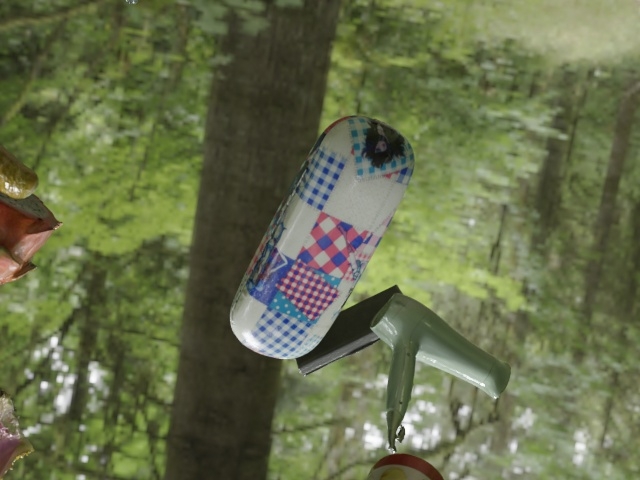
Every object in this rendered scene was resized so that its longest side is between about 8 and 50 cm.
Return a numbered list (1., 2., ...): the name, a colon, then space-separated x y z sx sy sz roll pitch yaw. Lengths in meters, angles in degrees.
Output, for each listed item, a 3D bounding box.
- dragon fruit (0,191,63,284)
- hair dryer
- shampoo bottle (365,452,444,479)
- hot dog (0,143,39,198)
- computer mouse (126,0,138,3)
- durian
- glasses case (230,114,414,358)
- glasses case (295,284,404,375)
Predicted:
1. dragon fruit: -0.615 -0.022 2.016 0.305 0.225 0.305 36 -174 -4
2. hair dryer: 0.144 0.201 1.593 0.206 0.075 0.237 32 -134 -6
3. shampoo bottle: 0.064 0.364 1.351 0.104 0.104 0.278 12 -150 16
4. hot dog: -0.524 -0.161 1.702 0.286 0.061 0.088 40 164 -8
5. computer mouse: -0.382 -0.443 1.738 0.167 0.090 0.379 -29 -129 -36
6. durian: -0.498 0.280 1.736 0.132 0.165 0.182 -31 -178 -15
7. glasses case: 0.000 0.000 1.445 0.125 0.327 0.076 21 -163 -24
8. glasses case: 0.048 0.136 1.780 0.191 0.042 0.072 -26 -144 1
